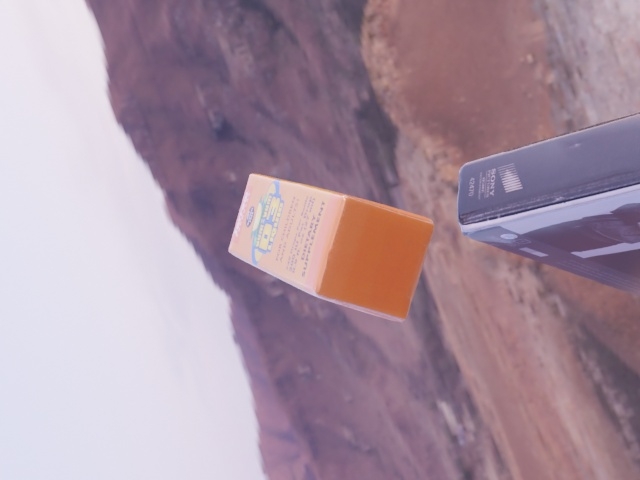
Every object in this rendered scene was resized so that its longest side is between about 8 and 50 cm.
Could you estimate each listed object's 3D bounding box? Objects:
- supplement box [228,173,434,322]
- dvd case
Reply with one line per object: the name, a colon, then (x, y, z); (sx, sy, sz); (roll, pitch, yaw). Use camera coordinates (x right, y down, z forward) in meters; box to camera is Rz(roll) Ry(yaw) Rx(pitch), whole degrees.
supplement box: (0.000, 0.000, 0.926); (0.233, 0.080, 0.078); (-163, 88, -71)
dvd case: (0.188, -0.013, 0.355); (0.179, 0.239, 0.029); (18, -112, -39)
